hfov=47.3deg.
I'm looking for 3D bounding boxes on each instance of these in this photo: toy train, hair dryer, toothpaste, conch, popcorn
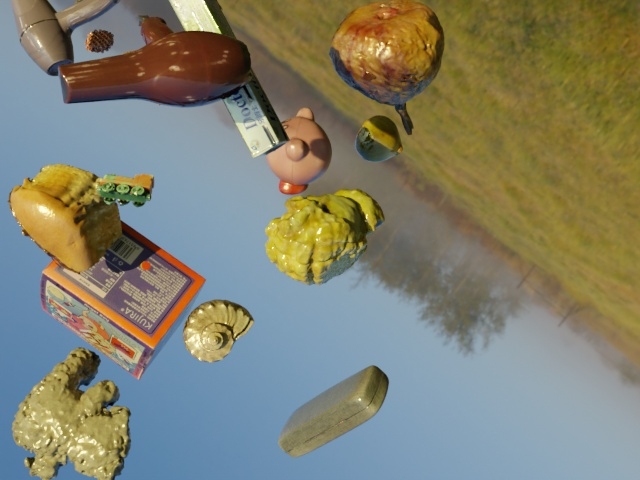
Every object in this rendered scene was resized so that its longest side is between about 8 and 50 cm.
[{"bbox_3d":[-0.368,-0.100,1.380,0.103,0.044,0.064,7,-130,-3],"label":"toy train"},{"bbox_3d":[-0.591,-0.603,1.786,0.301,0.361,0.121,63,-176,9],"label":"hair dryer"},{"bbox_3d":[-0.168,-0.318,1.363,0.336,0.067,0.081,62,-162,-3],"label":"toothpaste"},{"bbox_3d":[-0.310,-0.327,1.258,0.313,0.123,0.340,-11,-144,-25],"label":"hair dryer"},{"bbox_3d":[-0.224,0.194,1.616,0.156,0.129,0.207,-2,-176,-6],"label":"conch"},{"bbox_3d":[0.000,0.000,1.643,0.173,0.225,0.286,47,-143,20],"label":"popcorn"}]

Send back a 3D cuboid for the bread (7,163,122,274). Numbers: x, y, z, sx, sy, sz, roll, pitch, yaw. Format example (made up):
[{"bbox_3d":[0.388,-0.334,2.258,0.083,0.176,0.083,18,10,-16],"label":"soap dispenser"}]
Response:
[{"bbox_3d":[-0.601,-0.064,1.743,0.262,0.163,0.204,45,-136,-13],"label":"bread"}]

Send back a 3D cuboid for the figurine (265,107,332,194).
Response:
[{"bbox_3d":[-0.054,-0.222,1.801,0.173,0.173,0.173,34,-170,-7],"label":"figurine"}]

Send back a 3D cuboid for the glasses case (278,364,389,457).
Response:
[{"bbox_3d":[0.028,0.413,1.749,0.074,0.323,0.131,44,-145,-11],"label":"glasses case"}]

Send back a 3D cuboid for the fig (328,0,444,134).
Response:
[{"bbox_3d":[0.191,-0.411,1.850,0.286,0.286,0.368,48,162,53],"label":"fig"}]

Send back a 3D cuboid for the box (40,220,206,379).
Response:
[{"bbox_3d":[-0.545,0.152,1.995,0.349,0.256,0.318,36,149,-3],"label":"box"}]

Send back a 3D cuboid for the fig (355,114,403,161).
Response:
[{"bbox_3d":[0.166,-0.296,2.120,0.153,0.136,0.120,-11,-128,-39],"label":"fig"}]

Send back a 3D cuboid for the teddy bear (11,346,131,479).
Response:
[{"bbox_3d":[-0.672,0.531,2.040,0.368,0.357,0.224,35,180,15],"label":"teddy bear"}]

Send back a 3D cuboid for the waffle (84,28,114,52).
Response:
[{"bbox_3d":[-0.609,-0.548,2.013,0.075,0.083,0.029,5,145,5],"label":"waffle"}]

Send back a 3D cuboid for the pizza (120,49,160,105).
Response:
[{"bbox_3d":[-0.550,-0.517,2.330,0.201,0.053,0.193,4,-110,-31],"label":"pizza"}]
